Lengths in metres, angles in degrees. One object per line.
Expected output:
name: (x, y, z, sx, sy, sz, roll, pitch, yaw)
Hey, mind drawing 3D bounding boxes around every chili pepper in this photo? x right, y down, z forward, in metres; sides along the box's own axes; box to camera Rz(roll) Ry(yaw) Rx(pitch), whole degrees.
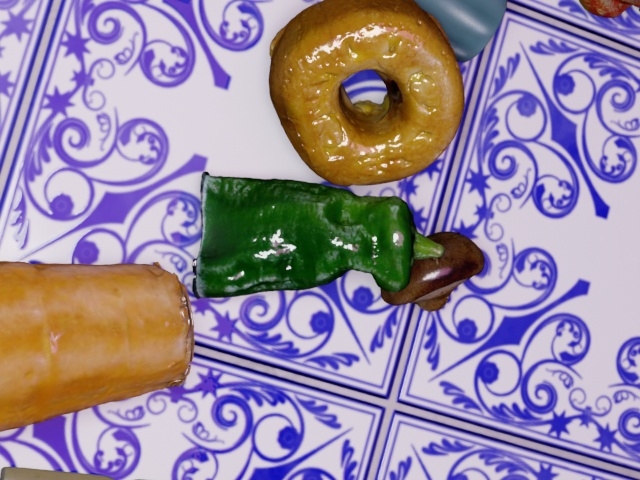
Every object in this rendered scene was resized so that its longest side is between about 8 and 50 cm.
chili pepper: (0.000, 0.000, 1.622, 0.270, 0.099, 0.136, 2, 68, 8)

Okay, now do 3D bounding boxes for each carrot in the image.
carrot: (-0.280, 0.093, 1.539, 0.254, 0.196, 0.196, -10, 92, -27)

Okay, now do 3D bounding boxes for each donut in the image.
donut: (0.051, -0.165, 1.632, 0.226, 0.114, 0.227, -1, 117, -2)

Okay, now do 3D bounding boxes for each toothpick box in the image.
toothpick box: (0.118, -0.286, 1.695, 0.184, 0.120, 0.120, 28, 81, -18)

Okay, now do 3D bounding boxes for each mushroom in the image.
mushroom: (0.129, 0.038, 1.692, 0.127, 0.127, 0.087, -25, 93, -17)

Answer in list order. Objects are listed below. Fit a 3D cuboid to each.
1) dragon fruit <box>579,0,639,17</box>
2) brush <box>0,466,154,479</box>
dragon fruit: (0.386, -0.412, 1.783, 0.268, 0.130, 0.295, 8, 87, -12)
brush: (-0.208, 0.286, 1.616, 0.282, 0.048, 0.054, 9, 83, -16)
